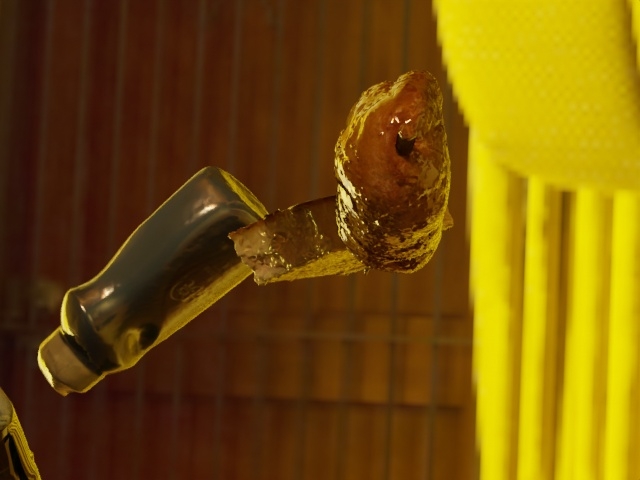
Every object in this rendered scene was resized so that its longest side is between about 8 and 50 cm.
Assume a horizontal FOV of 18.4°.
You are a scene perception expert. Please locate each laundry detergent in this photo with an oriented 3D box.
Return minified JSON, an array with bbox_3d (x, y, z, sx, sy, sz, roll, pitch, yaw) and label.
[{"bbox_3d":[-0.176,0.054,2.024,0.290,0.094,0.143,-43,156,7],"label":"laundry detergent"}]

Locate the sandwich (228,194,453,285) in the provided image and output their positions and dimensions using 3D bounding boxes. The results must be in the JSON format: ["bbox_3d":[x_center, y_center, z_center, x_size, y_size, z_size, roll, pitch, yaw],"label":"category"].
[{"bbox_3d":[0.000,0.000,1.663,0.162,0.058,0.193,-12,172,-23],"label":"sandwich"}]

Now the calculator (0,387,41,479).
[{"bbox_3d":[-0.264,0.156,1.453,0.173,0.051,0.293,35,152,28],"label":"calculator"}]

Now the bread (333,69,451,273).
[{"bbox_3d":[0.049,-0.047,1.402,0.084,0.124,0.344,-3,172,1],"label":"bread"}]
